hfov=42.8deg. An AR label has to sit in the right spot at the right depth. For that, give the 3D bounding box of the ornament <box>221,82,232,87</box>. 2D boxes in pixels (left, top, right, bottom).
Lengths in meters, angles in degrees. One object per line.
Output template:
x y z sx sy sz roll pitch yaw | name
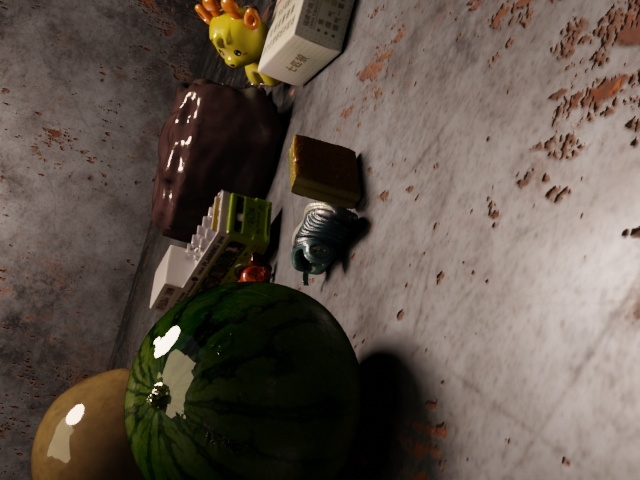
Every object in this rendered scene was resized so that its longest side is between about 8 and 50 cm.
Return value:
-0.233 -0.260 1.944 0.081 0.088 0.203 160 124 -70 | ornament

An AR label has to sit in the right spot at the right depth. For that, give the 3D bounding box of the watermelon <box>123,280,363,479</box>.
-0.075 0.158 0.812 0.242 0.242 0.242 -162 90 -72 | watermelon

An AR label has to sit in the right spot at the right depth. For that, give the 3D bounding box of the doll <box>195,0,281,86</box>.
-0.137 -0.385 1.536 0.143 0.221 0.135 15 74 34 | doll

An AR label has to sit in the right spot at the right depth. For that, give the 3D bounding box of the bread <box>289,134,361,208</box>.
0.005 -0.088 1.049 0.094 0.090 0.035 -94 22 -47 | bread

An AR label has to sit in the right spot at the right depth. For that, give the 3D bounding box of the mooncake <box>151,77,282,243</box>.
-0.223 -0.166 1.649 0.381 0.212 0.351 -165 86 -75 | mooncake

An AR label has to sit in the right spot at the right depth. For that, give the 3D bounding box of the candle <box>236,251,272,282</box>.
-0.158 0.131 1.411 0.329 0.048 0.051 -54 12 48 | candle

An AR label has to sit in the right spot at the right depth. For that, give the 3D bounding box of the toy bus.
-0.191 0.036 1.440 0.302 0.139 0.113 -51 30 45 | toy bus

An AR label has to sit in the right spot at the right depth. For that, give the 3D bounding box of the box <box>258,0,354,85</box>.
-0.001 -0.457 1.418 0.210 0.095 0.330 165 123 -69 | box

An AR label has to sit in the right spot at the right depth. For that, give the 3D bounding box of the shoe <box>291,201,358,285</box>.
0.000 0.000 1.027 0.143 0.064 0.071 130 153 -56 | shoe

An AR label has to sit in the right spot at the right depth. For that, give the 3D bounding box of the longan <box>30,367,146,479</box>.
-0.377 0.374 1.486 0.297 0.297 0.297 -162 90 -72 | longan
